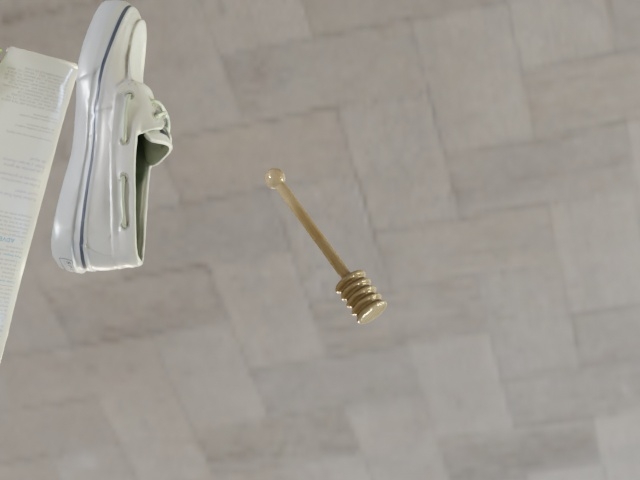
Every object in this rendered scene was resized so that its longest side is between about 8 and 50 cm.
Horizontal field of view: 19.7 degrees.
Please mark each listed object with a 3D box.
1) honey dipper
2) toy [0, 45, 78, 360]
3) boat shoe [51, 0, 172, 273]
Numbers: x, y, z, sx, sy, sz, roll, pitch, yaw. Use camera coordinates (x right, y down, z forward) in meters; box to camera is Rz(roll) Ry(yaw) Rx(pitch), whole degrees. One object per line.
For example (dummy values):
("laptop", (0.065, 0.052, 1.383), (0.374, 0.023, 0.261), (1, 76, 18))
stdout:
("honey dipper", (0.000, 0.000, 1.555), (0.030, 0.161, 0.030), (-31, 160, -13))
("toy", (-0.243, -0.011, 1.101), (0.137, 0.056, 0.237), (12, 99, -33))
("boat shoe", (-0.151, -0.079, 1.440), (0.076, 0.226, 0.083), (4, 165, 11))
